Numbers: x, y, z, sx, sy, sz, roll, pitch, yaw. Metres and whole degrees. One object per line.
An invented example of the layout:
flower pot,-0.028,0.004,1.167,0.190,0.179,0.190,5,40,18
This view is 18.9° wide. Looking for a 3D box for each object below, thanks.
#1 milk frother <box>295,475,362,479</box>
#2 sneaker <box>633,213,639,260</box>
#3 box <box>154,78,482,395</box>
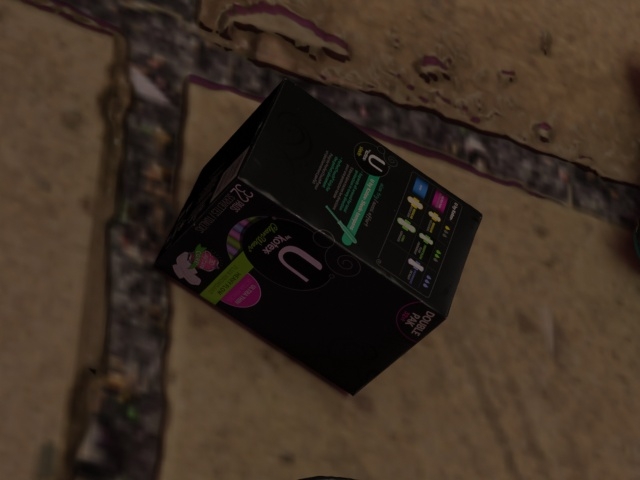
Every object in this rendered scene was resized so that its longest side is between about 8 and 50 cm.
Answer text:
milk frother,0.037,0.124,0.541,0.143,0.135,0.129,51,47,3
sneaker,0.155,-0.018,0.761,0.076,0.065,0.167,1,61,-29
box,0.000,0.000,0.641,0.083,0.062,0.052,34,48,-13
